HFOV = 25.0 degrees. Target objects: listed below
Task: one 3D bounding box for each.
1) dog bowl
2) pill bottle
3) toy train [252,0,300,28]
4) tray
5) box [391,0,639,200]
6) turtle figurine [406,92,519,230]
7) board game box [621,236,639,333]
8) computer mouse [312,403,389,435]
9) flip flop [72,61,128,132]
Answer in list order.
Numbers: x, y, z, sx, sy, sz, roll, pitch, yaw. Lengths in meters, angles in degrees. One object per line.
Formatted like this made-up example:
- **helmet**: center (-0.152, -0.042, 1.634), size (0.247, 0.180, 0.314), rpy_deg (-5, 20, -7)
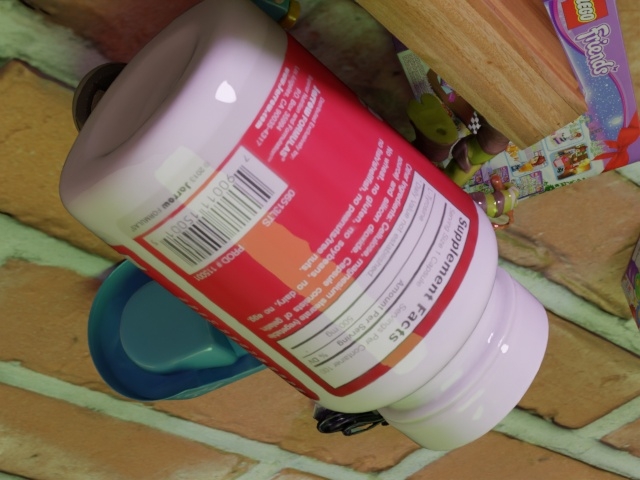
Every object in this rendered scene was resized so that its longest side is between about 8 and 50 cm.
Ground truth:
- **dog bowl**: center (-0.098, 0.070, 1.519), size (0.297, 0.166, 0.074), rpy_deg (-24, 156, 13)
- **pill bottle**: center (0.000, 0.000, 1.233), size (0.229, 0.229, 0.407), rpy_deg (-36, 117, 28)
- **toy train**: center (-0.079, -0.227, 1.206), size (0.125, 0.046, 0.166), rpy_deg (2, 155, 11)
- **tray**: center (0.056, -0.246, 1.084), size (0.076, 0.203, 0.411), rpy_deg (-32, 142, 22)
- **box**: center (0.198, -0.146, 1.405), size (0.200, 0.057, 0.293), rpy_deg (-18, 145, 8)
- **turtle figurine**: center (0.090, -0.049, 1.384), size (0.269, 0.087, 0.217), rpy_deg (3, 145, -16)
- **board game box**: center (0.524, 0.050, 1.726), size (0.275, 0.142, 0.144), rpy_deg (-8, 145, -9)
- **computer mouse**: center (0.113, 0.168, 1.816), size (0.188, 0.072, 0.272), rpy_deg (-1, 155, -23)
- **flip flop**: center (-0.141, -0.072, 1.362), size (0.080, 0.112, 0.277), rpy_deg (16, 163, 45)
